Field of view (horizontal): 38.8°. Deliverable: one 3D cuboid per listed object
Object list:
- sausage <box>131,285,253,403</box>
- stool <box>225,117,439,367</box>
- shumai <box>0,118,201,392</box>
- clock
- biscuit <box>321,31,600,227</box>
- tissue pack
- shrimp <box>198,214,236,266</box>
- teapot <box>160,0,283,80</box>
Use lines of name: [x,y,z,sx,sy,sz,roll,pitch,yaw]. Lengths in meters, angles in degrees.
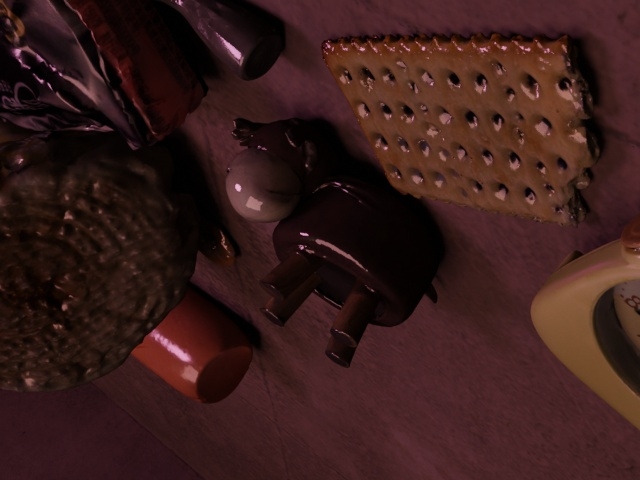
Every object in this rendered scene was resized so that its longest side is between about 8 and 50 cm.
sausage: [-0.227,0.099,1.226,0.304,0.121,0.121,33,155,29]
stool: [0.000,0.000,0.692,0.217,0.121,0.125,45,159,-17]
shumai: [-0.299,-0.028,0.977,0.263,0.309,0.304,-118,20,-44]
clock: [0.221,0.044,0.465,0.170,0.069,0.232,42,156,6]
biscuit: [0.089,-0.066,0.558,0.203,0.016,0.144,16,145,49]
tissue pack: [-0.248,-0.223,0.704,0.245,0.123,0.332,21,148,46]
shrimp: [-0.131,-0.014,1.002,0.108,0.023,0.059,49,147,-11]
teapot: [-0.080,-0.160,0.643,0.111,0.043,0.043,39,157,17]
